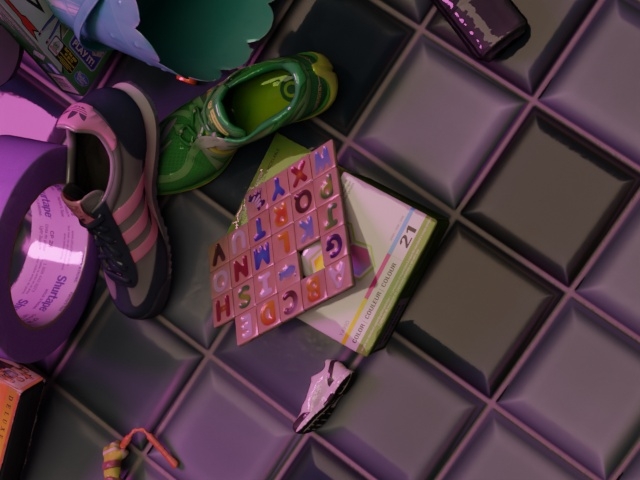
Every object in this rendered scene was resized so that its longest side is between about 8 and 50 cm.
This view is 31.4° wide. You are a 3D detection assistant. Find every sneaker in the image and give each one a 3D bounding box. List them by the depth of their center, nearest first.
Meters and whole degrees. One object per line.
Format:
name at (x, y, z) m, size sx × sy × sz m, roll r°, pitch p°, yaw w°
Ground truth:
sneaker at (-0.269, -0.032, 1.419) m, size 0.112 × 0.131 × 0.319 m, roll 11°, pitch 116°, yaw 33°
sneaker at (-0.123, -0.155, 1.420) m, size 0.295 × 0.123 × 0.109 m, roll -29°, pitch 81°, yaw 20°
sneaker at (-0.001, 0.197, 1.436) m, size 0.044 × 0.040 × 0.109 m, roll 41°, pitch 97°, yaw 29°

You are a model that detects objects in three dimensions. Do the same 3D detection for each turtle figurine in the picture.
turtle figurine at (-0.279, 0.395, 1.483) m, size 0.217 × 0.087 × 0.269 m, roll -16°, pitch 85°, yaw 15°

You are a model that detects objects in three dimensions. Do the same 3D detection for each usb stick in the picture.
usb stick at (0.147, -0.340, 1.389) m, size 0.077 × 0.045 × 0.278 m, roll -38°, pitch 80°, yaw 13°

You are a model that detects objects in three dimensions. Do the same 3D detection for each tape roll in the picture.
tape roll at (-0.372, 0.010, 1.416) m, size 0.090 × 0.275 × 0.274 m, roll 11°, pitch 92°, yaw 16°

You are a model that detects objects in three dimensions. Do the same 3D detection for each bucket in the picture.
bucket at (-0.187, -0.335, 1.348) m, size 0.183 × 0.281 × 0.281 m, roll 21°, pitch 95°, yaw 31°

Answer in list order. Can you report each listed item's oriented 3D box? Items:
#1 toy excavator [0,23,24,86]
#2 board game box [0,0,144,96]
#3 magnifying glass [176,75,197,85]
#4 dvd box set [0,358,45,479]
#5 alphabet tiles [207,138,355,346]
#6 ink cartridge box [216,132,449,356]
toy excavator at (-0.402, -0.463, 1.438) m, size 0.222 × 0.433 × 0.445 m, roll 20°, pitch 123°, yaw 15°
board game box at (-0.324, -0.351, 1.354) m, size 0.046 × 0.317 × 0.213 m, roll 18°, pitch 70°, yaw 31°
magnifying glass at (-0.138, -0.316, 1.484) m, size 0.092 × 0.026 × 0.231 m, roll 21°, pitch 93°, yaw 16°
dvd box set at (-0.587, 0.224, 1.544) m, size 0.420 × 0.062 × 0.307 m, roll 25°, pitch 114°, yaw 15°
alphabet tiles at (-0.056, 0.012, 1.393) m, size 0.237 × 0.009 × 0.198 m, roll -30°, pitch 55°, yaw 35°
ink cartridge box at (0.000, 0.000, 1.402) m, size 0.255 × 0.097 × 0.188 m, roll 28°, pitch 98°, yaw 14°
